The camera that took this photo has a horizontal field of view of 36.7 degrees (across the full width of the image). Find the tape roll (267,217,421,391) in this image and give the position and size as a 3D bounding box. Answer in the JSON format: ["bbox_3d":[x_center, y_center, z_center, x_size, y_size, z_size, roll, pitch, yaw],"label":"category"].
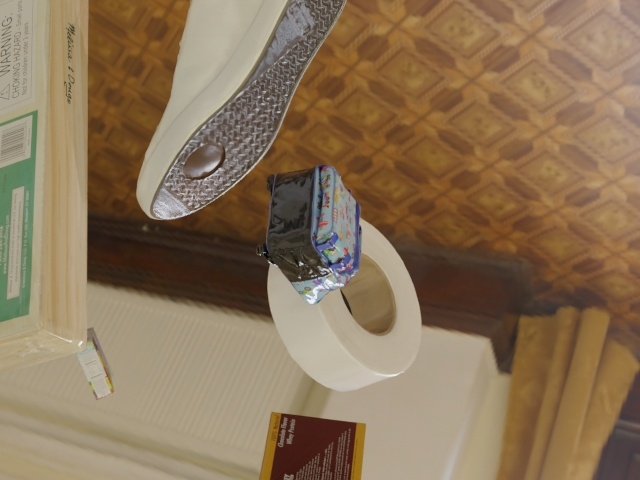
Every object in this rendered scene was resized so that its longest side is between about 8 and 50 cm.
[{"bbox_3d":[0.044,0.101,1.604,0.100,0.286,0.286,-27,125,36],"label":"tape roll"}]

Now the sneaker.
[{"bbox_3d":[-0.092,-0.155,0.900,0.123,0.290,0.106,45,-164,32],"label":"sneaker"}]

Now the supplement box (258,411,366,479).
[{"bbox_3d":[-0.018,0.463,1.909,0.194,0.191,0.129,6,135,2],"label":"supplement box"}]

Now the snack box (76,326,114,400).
[{"bbox_3d":[-0.396,0.214,1.693,0.141,0.037,0.100,-162,51,-77],"label":"snack box"}]

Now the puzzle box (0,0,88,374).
[{"bbox_3d":[-0.301,-0.078,0.731,0.272,0.408,0.052,-16,151,18],"label":"puzzle box"}]

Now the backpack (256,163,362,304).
[{"bbox_3d":[0.000,0.000,1.342,0.117,0.158,0.173,-12,139,21],"label":"backpack"}]
